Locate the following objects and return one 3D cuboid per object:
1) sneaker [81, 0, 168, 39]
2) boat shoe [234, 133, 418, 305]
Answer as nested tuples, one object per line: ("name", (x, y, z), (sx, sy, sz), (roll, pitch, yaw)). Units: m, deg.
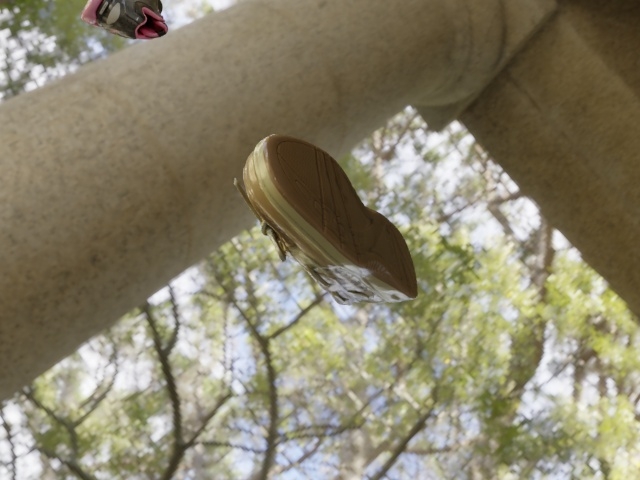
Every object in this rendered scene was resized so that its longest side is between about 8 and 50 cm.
("sneaker", (-0.146, -0.179, 0.863), (0.057, 0.119, 0.047), (29, -74, 4))
("boat shoe", (0.000, 0.000, 0.976), (0.089, 0.104, 0.285), (-19, -32, 20))
